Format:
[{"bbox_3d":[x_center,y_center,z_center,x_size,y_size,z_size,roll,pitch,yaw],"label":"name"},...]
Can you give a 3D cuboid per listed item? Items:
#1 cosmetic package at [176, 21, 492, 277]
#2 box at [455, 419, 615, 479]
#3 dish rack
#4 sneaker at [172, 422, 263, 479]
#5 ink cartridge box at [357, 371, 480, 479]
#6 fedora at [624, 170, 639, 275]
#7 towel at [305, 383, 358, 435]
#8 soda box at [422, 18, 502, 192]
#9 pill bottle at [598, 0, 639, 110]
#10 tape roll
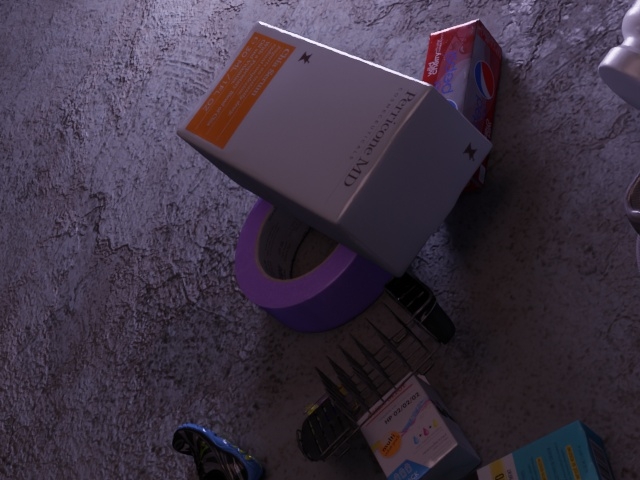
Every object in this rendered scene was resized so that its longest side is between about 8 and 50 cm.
[{"bbox_3d":[0.004,-0.147,1.776,0.230,0.161,0.453,-55,40,-5],"label":"cosmetic package"},{"bbox_3d":[0.225,0.312,1.432,0.244,0.060,0.100,-32,43,22],"label":"box"},{"bbox_3d":[0.059,0.170,1.622,0.271,0.074,0.208,-45,10,1],"label":"dish rack"},{"bbox_3d":[-0.164,0.325,1.789,0.188,0.067,0.078,19,69,46],"label":"sneaker"},{"bbox_3d":[0.118,0.248,1.582,0.104,0.061,0.181,-43,39,9],"label":"ink cartridge box"},{"bbox_3d":[0.454,-0.052,1.415,0.275,0.124,0.244,-27,43,36],"label":"fedora"},{"bbox_3d":[0.016,0.238,1.729,0.083,0.009,0.060,-36,43,18],"label":"towel"},{"bbox_3d":[0.203,-0.197,1.824,0.092,0.083,0.263,-12,53,37],"label":"soda box"},{"bbox_3d":[0.486,-0.290,1.568,0.265,0.153,0.153,-52,39,-2],"label":"pill bottle"},{"bbox_3d":[0.000,0.000,1.865,0.275,0.090,0.275,-26,45,29],"label":"tape roll"}]
